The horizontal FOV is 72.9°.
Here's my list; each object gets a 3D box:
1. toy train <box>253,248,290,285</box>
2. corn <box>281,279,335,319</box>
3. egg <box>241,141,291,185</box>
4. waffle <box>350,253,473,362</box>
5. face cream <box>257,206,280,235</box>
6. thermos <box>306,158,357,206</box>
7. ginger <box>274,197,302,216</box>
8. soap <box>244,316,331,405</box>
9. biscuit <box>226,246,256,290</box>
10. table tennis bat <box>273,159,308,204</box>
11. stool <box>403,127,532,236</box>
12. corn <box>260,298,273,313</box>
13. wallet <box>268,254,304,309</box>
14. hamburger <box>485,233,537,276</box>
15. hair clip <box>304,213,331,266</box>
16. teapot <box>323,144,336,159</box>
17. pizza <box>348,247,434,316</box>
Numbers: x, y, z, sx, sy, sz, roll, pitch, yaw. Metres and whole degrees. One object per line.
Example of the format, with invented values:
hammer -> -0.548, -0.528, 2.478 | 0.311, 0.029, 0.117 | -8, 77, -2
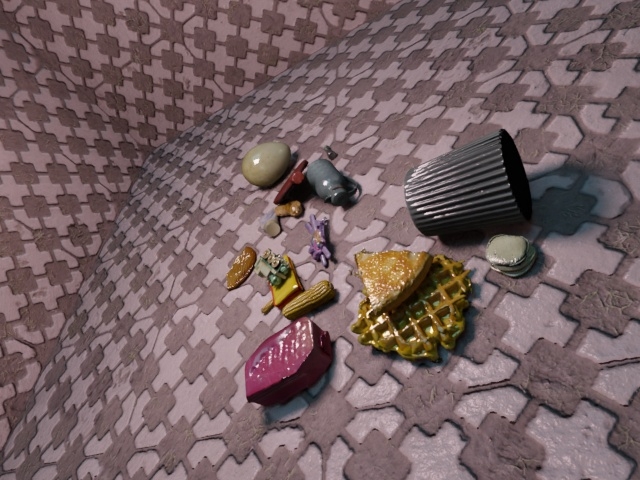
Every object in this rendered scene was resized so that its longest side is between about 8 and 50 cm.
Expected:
toy train -> -0.201, 0.114, 1.803 | 0.125, 0.081, 0.194 | -60, 35, 3
corn -> -0.046, 0.232, 1.650 | 0.231, 0.080, 0.080 | -35, 39, 13
egg -> -0.288, -0.421, 2.346 | 0.295, 0.218, 0.218 | -35, 38, -4
waffle -> 0.290, 0.196, 1.394 | 0.382, 0.095, 0.379 | -1, 52, 37
face cream -> -0.251, -0.095, 2.150 | 0.114, 0.070, 0.224 | -38, 26, 3
thermos -> 0.057, -0.256, 1.973 | 0.182, 0.145, 0.286 | -17, 39, -14
ginger -> -0.154, -0.156, 2.102 | 0.190, 0.069, 0.095 | 11, 50, 49
soap -> -0.109, 0.417, 1.494 | 0.325, 0.127, 0.220 | -31, 42, 13
biscuit -> -0.382, 0.123, 2.069 | 0.176, 0.031, 0.228 | -23, 43, 21
table tennis bat -> -0.138, -0.286, 2.089 | 0.268, 0.051, 0.415 | -55, 11, -5
stool -> 0.476, -0.165, 1.420 | 0.330, 0.297, 0.297 | -17, 45, 36
corn -> -0.216, 0.272, 1.793 | 0.083, 0.028, 0.027 | -45, 28, -4
wallet -> -0.153, 0.175, 1.809 | 0.141, 0.067, 0.241 | -41, 34, 9
hamburger -> 0.572, 0.042, 1.312 | 0.133, 0.062, 0.140 | -52, 37, -14
hair clip -> -0.013, -0.006, 1.835 | 0.278, 0.090, 0.137 | -96, 28, -48
teapot -> 0.046, -0.458, 2.238 | 0.043, 0.043, 0.110 | -35, 36, 9
pizza -> 0.213, 0.096, 1.426 | 0.280, 0.075, 0.288 | -38, 37, -11
